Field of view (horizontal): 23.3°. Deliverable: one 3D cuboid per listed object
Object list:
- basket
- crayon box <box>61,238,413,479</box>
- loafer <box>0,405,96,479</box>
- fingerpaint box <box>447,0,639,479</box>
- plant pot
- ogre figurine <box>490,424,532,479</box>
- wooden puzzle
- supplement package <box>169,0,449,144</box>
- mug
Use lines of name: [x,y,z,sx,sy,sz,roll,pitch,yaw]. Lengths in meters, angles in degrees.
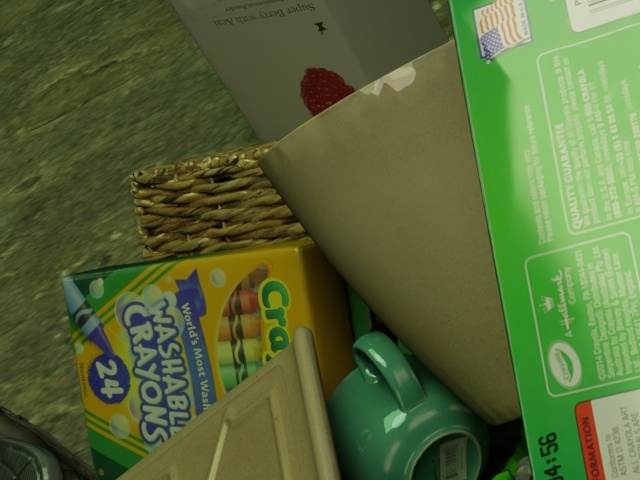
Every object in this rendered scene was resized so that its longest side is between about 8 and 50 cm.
basket: [0.000,0.000,1.534,0.299,0.214,0.223,-9,4,30]
crayon box: [-0.076,0.110,1.418,0.323,0.203,0.083,-8,3,30]
loafer: [-0.321,0.231,1.586,0.302,0.095,0.109,17,90,51]
fingerpaint box: [0.238,0.020,1.010,0.163,0.371,0.445,-16,69,23]
plant pot: [0.125,-0.001,1.236,0.256,0.274,0.256,-28,-3,-2]
ogre figurine: [0.185,0.191,1.213,0.118,0.097,0.197,-53,-4,-31]
wooden puzzle: [-0.077,0.288,1.251,0.348,0.080,0.322,-43,39,29]
supplement package: [0.000,-0.223,1.653,0.177,0.293,0.175,-5,45,33]
mug: [0.069,0.165,1.285,0.129,0.157,0.097,-56,39,0]
